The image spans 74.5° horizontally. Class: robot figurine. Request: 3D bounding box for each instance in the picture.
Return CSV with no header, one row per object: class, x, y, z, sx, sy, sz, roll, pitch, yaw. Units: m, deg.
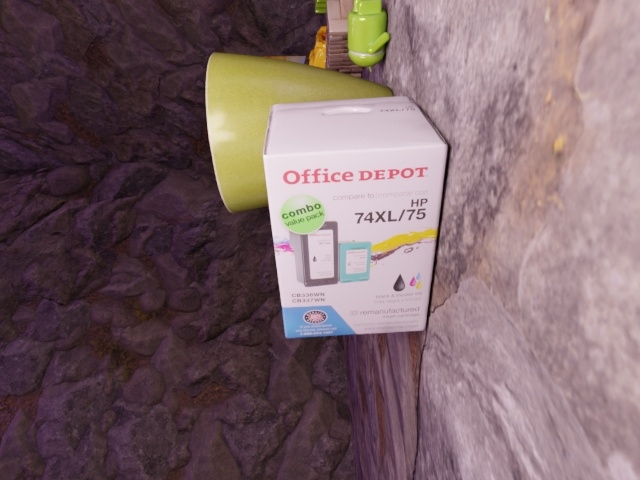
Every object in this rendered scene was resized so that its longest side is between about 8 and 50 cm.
robot figurine,0.081,-0.358,0.732,0.101,0.067,0.115,-112,14,-48

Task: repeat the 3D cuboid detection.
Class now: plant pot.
plant pot,-0.022,-0.195,0.749,0.275,0.294,0.274,176,90,-90

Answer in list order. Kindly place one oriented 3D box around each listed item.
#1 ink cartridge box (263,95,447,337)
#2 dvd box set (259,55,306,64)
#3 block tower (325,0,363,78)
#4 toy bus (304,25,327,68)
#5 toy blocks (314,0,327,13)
ink cartridge box,0.038,-0.035,0.578,0.197,0.198,0.270,-94,0,-57
dvd box set,-0.123,-0.609,1.687,0.062,0.420,0.307,96,172,-66
block tower,0.059,-0.463,1.062,0.335,0.091,0.097,97,169,-83
toy bus,0.031,-0.581,1.287,0.220,0.149,0.211,-90,11,-50
toy blocks,0.007,-0.870,1.158,0.261,0.191,0.381,-134,40,-71
